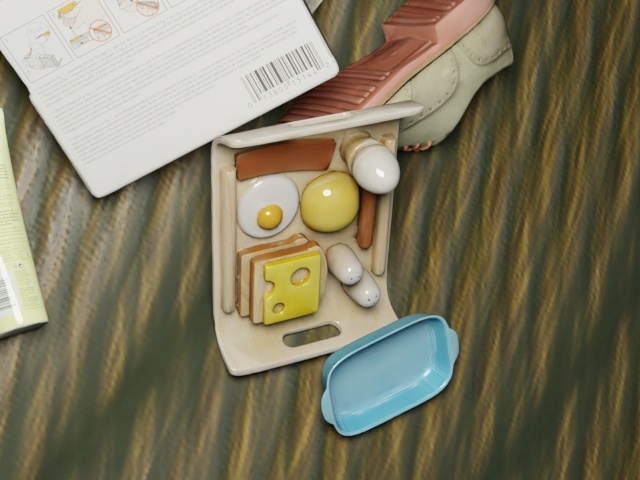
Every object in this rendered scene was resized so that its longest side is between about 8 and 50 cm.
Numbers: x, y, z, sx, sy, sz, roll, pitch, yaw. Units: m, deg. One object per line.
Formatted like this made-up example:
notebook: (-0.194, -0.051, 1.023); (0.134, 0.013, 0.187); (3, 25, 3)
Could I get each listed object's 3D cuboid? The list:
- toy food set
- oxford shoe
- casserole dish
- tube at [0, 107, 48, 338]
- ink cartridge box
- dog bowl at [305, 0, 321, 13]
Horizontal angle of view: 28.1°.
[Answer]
toy food set: (0.000, 0.000, 1.382); (0.220, 0.092, 0.306); (-13, 127, -22)
oxford shoe: (0.082, -0.142, 1.484); (0.397, 0.140, 0.146); (-42, 120, -12)
casserole dish: (0.074, 0.149, 1.472); (0.188, 0.037, 0.114); (-24, 123, -22)
tube: (-0.345, -0.019, 1.341); (0.070, 0.062, 0.240); (-6, 77, -66)
ink cartridge box: (-0.169, -0.220, 1.315); (0.296, 0.066, 0.261); (-26, 116, 7)
dog bowl: (-0.129, -0.365, 1.445); (0.349, 0.102, 0.348); (3, 81, -21)
